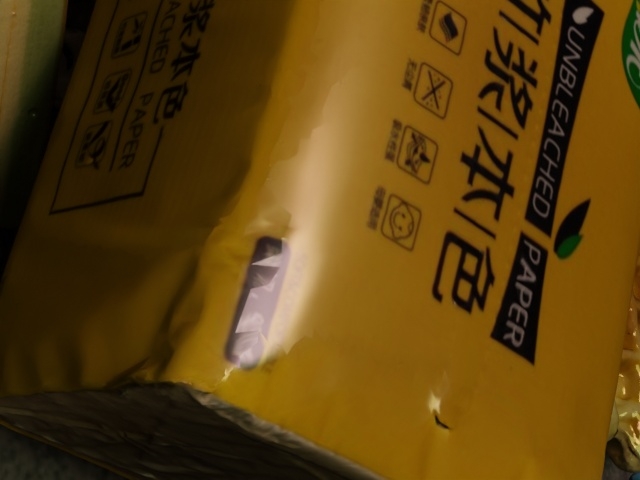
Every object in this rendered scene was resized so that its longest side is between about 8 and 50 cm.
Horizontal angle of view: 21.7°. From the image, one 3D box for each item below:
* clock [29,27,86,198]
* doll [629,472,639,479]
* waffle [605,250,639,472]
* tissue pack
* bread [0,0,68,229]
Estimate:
[{"bbox_3d":[-0.091,-0.028,0.987,0.155,0.063,0.229,-44,113,-38],"label":"clock"},{"bbox_3d":[0.273,0.343,1.249,0.341,0.099,0.346,-38,104,-27],"label":"doll"},{"bbox_3d":[0.217,0.033,1.250,0.250,0.056,0.261,54,37,-19],"label":"waffle"},{"bbox_3d":[0.022,-0.039,0.897,0.293,0.228,0.382,32,62,-36],"label":"tissue pack"},{"bbox_3d":[-0.175,-0.074,0.902,0.074,0.084,0.139,-8,88,-45],"label":"bread"}]
